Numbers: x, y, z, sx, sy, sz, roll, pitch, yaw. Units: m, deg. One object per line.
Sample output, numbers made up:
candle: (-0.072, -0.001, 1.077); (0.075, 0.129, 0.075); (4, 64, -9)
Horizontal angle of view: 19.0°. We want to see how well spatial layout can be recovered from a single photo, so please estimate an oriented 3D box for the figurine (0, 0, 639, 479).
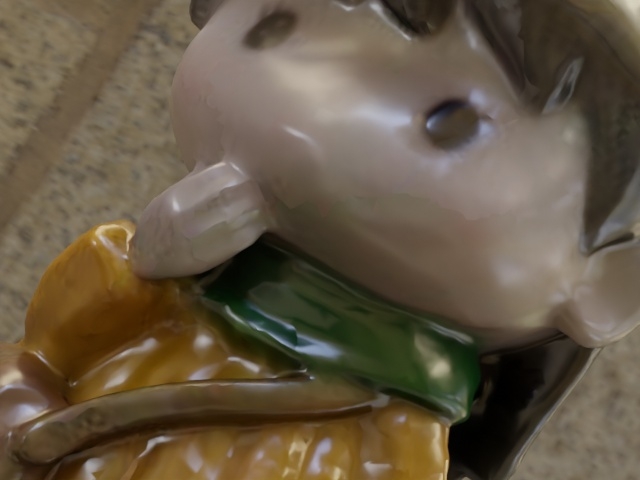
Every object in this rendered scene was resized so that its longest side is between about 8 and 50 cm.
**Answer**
figurine: (0.008, 0.013, 0.571); (0.204, 0.185, 0.332); (13, 103, -63)
